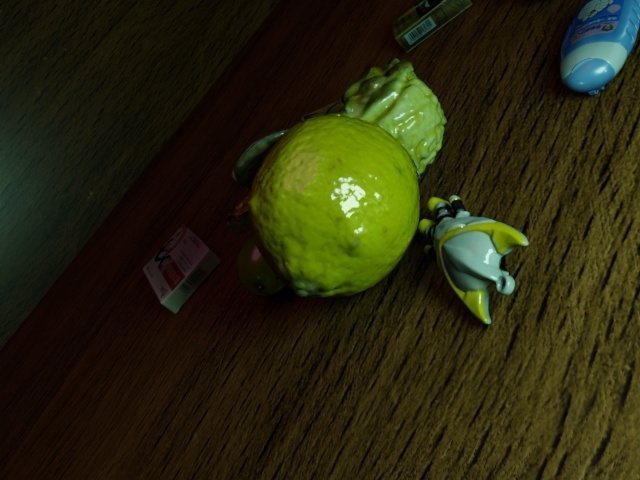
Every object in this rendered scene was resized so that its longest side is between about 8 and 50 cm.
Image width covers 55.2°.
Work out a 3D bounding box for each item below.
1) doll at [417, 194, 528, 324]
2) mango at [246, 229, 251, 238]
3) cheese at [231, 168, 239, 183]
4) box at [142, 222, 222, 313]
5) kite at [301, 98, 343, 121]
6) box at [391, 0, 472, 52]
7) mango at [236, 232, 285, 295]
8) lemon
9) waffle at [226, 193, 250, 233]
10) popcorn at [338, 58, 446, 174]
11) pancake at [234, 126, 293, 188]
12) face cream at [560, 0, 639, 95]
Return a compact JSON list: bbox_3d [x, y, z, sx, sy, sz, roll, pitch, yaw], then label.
[{"bbox_3d":[0.252,0.008,1.061,0.145,0.103,0.316,-46,22,9],"label":"doll"},{"bbox_3d":[-0.174,-0.019,1.711,0.079,0.057,0.114,-45,24,17],"label":"mango"},{"bbox_3d":[-0.248,-0.233,2.095,0.171,0.047,0.092,6,60,56],"label":"cheese"},{"bbox_3d":[-0.448,0.078,1.949,0.214,0.069,0.353,-49,27,-5],"label":"box"},{"bbox_3d":[0.068,-0.324,1.709,0.327,0.013,0.377,19,62,37],"label":"kite"},{"bbox_3d":[0.336,-0.698,1.888,0.240,0.071,0.159,-34,28,21],"label":"box"},{"bbox_3d":[-0.123,0.024,1.502,0.175,0.143,0.293,-45,16,24],"label":"mango"},{"bbox_3d":[0.022,-0.057,1.199,0.349,0.349,0.387,-11,53,47],"label":"lemon"},{"bbox_3d":[-0.120,-0.113,1.543,0.311,0.060,0.307,-30,16,23],"label":"waffle"},{"bbox_3d":[0.152,-0.268,1.405,0.293,0.237,0.293,-31,32,23],"label":"popcorn"},{"bbox_3d":[-0.083,-0.190,1.360,0.250,0.031,0.250,-27,-11,-6],"label":"pancake"},{"bbox_3d":[0.541,-0.388,1.196,0.149,0.083,0.264,-14,42,50],"label":"face cream"}]
